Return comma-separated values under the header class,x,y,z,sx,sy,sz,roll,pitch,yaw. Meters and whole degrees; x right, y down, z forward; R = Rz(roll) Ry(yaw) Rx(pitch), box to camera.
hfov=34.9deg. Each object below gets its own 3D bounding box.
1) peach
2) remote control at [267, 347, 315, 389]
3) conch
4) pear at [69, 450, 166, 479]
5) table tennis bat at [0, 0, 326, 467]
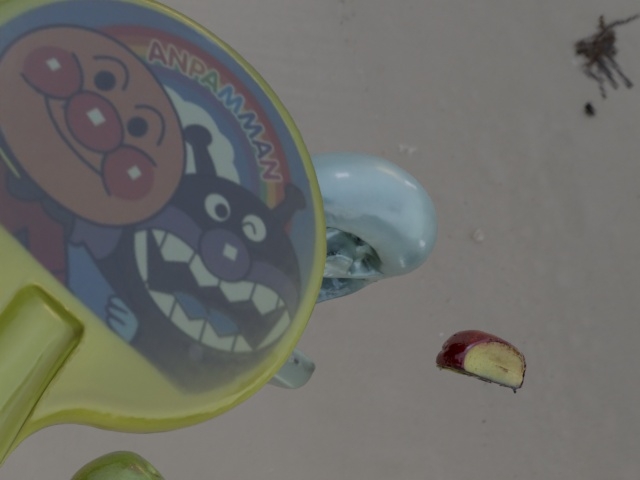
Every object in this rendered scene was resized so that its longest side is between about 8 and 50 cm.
class,x,y,z,sx,sy,sz,roll,pitch,yaw
peach,0.161,0.116,1.000,0.083,0.077,0.050,18,81,19
remote control,-0.141,0.080,0.930,0.090,0.309,0.038,41,66,-48
conch,0.001,-0.004,0.974,0.221,0.185,0.121,-10,41,-3
pear,-0.319,0.410,1.483,0.216,0.180,0.166,-41,101,-3
table tennis bat,-0.114,0.021,0.453,0.224,0.054,0.368,46,48,-16
